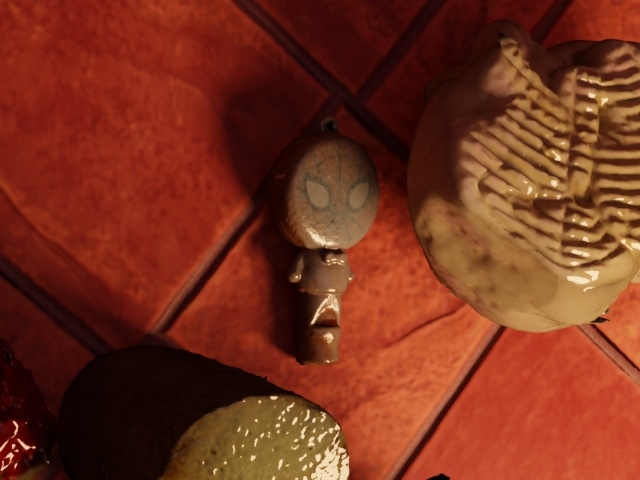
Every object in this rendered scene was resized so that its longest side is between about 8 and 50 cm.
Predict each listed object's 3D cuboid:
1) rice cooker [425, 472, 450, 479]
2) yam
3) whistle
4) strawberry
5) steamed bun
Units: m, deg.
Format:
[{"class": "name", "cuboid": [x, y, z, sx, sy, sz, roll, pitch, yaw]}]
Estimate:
[{"class": "rice cooker", "cuboid": [0.079, 0.334, 1.465, 0.267, 0.267, 0.224, -30, 95, -23]}, {"class": "yam", "cuboid": [-0.098, 0.169, 1.396, 0.161, 0.268, 0.161, -4, 98, -26]}, {"class": "whistle", "cuboid": [0.000, 0.000, 1.559, 0.107, 0.057, 0.220, 1, 90, -38]}, {"class": "strawberry", "cuboid": [-0.299, 0.134, 1.355, 0.184, 0.187, 0.201, -26, 68, -5]}, {"class": "steamed bun", "cuboid": [0.203, -0.051, 1.575, 0.320, 0.206, 0.275, 3, 69, -24]}]
